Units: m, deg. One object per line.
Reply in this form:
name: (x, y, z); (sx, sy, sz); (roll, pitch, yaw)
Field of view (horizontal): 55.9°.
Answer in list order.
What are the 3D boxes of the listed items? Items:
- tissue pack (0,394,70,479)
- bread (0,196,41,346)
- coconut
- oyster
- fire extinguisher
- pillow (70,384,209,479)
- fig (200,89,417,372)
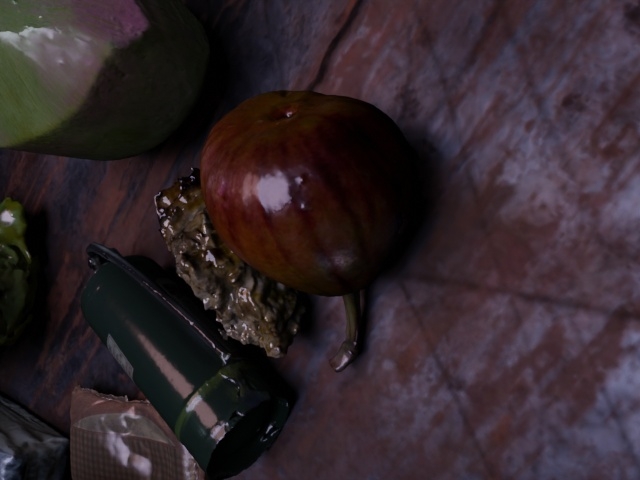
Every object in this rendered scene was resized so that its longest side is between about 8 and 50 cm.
tissue pack: (-0.421, 0.362, 0.736); (0.227, 0.103, 0.316); (12, 94, 36)
bread: (-0.522, 0.074, 0.748); (0.376, 0.208, 0.251); (-24, 72, 31)
coconut: (-0.229, -0.174, 0.545); (0.204, 0.235, 0.236); (-42, 67, 22)
oyster: (-0.070, 0.016, 0.508); (0.056, 0.105, 0.177); (-40, 64, 57)
fire extinguisher: (-0.154, 0.083, 0.571); (0.294, 0.093, 0.118); (39, 151, 30)
pillow: (-0.195, 0.223, 0.628); (0.211, 0.034, 0.136); (-5, 86, 33)
fig: (0.007, -0.025, 0.443); (0.202, 0.148, 0.149); (41, 151, -12)
